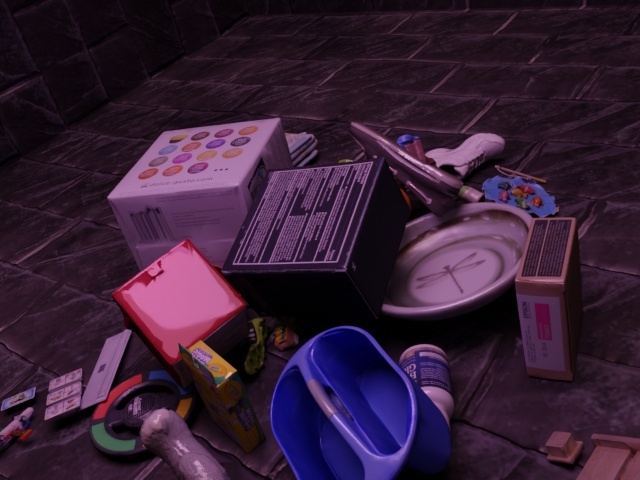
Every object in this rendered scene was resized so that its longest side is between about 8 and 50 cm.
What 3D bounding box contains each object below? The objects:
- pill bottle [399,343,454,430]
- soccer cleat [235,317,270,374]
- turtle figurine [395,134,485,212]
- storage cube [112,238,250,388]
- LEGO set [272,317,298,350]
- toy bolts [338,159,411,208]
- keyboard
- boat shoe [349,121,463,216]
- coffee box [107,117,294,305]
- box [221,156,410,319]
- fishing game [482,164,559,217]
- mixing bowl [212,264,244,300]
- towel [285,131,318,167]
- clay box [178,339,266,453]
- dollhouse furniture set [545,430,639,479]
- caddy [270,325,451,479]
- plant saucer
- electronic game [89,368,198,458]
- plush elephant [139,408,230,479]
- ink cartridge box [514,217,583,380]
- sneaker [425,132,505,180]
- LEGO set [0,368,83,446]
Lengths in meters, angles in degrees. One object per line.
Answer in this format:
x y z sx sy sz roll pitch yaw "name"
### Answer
0.191 0.276 1.283 0.094 0.094 0.169 -10 33 10 "pill bottle"
-0.156 0.233 1.542 0.072 0.060 0.179 -18 25 15 "soccer cleat"
0.264 -0.109 1.820 0.266 0.275 0.197 37 26 25 "turtle figurine"
-0.273 0.150 1.446 0.215 0.184 0.193 -38 72 -20 "storage cube"
-0.055 0.113 1.623 0.132 0.107 0.287 10 41 35 "LEGO set"
0.112 -0.058 1.716 0.218 0.229 0.158 27 12 20 "toy bolts"
-0.484 0.286 1.612 0.072 0.014 0.256 -29 24 13 "keyboard"
0.180 -0.173 1.684 0.335 0.096 0.112 36 17 29 "boat shoe"
-0.253 -0.067 1.766 0.337 0.338 0.334 -3 34 19 "coffee box"
0.000 0.000 1.498 0.294 0.183 0.296 -3 50 32 "box"
0.487 -0.114 1.732 0.189 0.041 0.264 21 35 13 "fishing game"
-0.241 0.152 1.624 0.181 0.098 0.182 -5 75 20 "mixing bowl"
-0.224 -0.227 2.229 0.320 0.090 0.374 10 41 39 "towel"
-0.183 0.280 1.320 0.053 0.222 0.127 -35 40 -26 "clay box"
0.427 0.442 0.974 0.303 0.174 0.355 -39 15 -31 "dollhouse furniture set"
0.050 0.291 1.174 0.241 0.179 0.341 -48 36 3 "caddy"
0.277 0.063 1.526 0.400 0.101 0.400 -21 25 10 "plant saucer"
-0.362 0.349 1.461 0.229 0.048 0.229 -12 34 8 "electronic game"
-0.214 0.465 1.021 0.330 0.272 0.255 29 23 19 "plush elephant"
0.424 0.105 1.308 0.088 0.235 0.193 2 36 26 "ink cartridge box"
0.398 -0.211 1.942 0.232 0.090 0.115 -21 39 10 "sneaker"
-0.632 0.383 1.555 0.244 0.060 0.182 -22 21 -10 "LEGO set"
